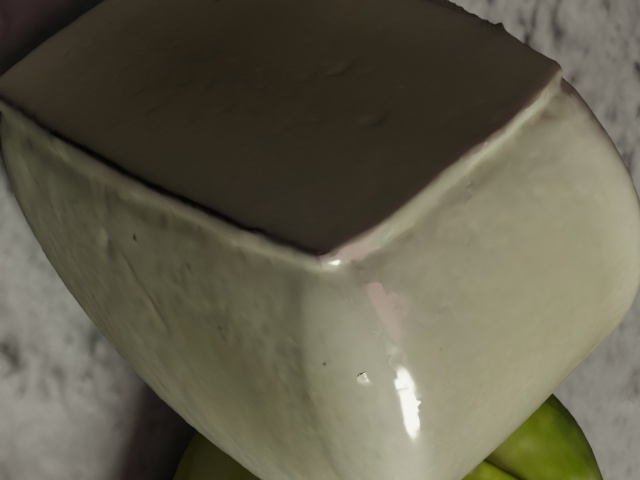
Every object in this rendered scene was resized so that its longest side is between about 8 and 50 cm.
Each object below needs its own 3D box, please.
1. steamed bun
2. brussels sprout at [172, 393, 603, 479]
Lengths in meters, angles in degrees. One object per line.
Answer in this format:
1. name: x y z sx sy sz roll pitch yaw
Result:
1. steamed bun: 0.000 0.000 0.721 0.146 0.241 0.164 -40 129 -23
2. brussels sprout: 0.041 0.146 0.843 0.223 0.161 0.223 -13 114 -32
